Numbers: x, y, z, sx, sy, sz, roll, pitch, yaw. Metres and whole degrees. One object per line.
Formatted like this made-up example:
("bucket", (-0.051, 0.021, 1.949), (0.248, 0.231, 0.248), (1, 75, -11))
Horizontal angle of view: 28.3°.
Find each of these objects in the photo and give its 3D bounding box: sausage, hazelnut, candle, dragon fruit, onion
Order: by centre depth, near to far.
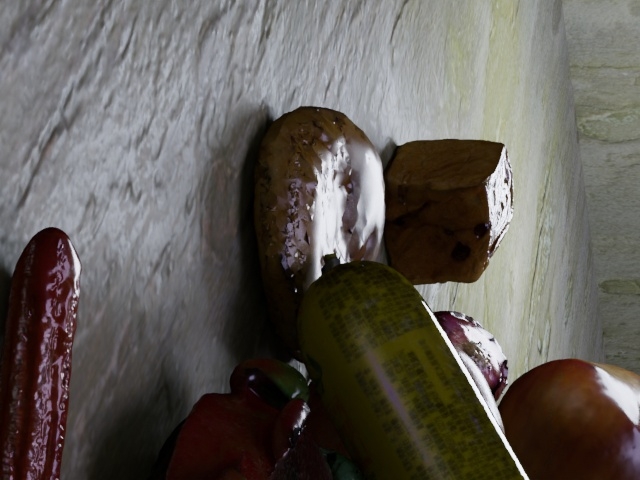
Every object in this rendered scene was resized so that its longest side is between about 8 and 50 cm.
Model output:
("candle", (-0.173, 0.155, 0.737), (0.051, 0.048, 0.329), (154, -58, -65))
("dragon fruit", (-0.061, 0.226, 0.929), (0.295, 0.130, 0.268), (-22, 110, -70))
("sausage", (0.081, 0.157, 1.065), (0.347, 0.123, 0.123), (61, 10, 20))
("onion", (0.161, 0.174, 1.656), (0.150, 0.140, 0.150), (21, 48, -25))
("hazelnut", (0.419, 0.362, 2.089), (0.366, 0.366, 0.365), (-1, 90, -71))

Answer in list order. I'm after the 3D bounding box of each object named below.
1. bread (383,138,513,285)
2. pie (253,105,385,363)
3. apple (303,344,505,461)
("bread", (0.159, -0.042, 1.575), (0.158, 0.143, 0.149), (-62, 146, -48))
("pie", (0.001, 0.000, 1.220), (0.273, 0.069, 0.273), (3, 90, -66))
("apple", (0.074, 0.189, 1.205), (0.164, 0.210, 0.209), (76, 22, -55))
